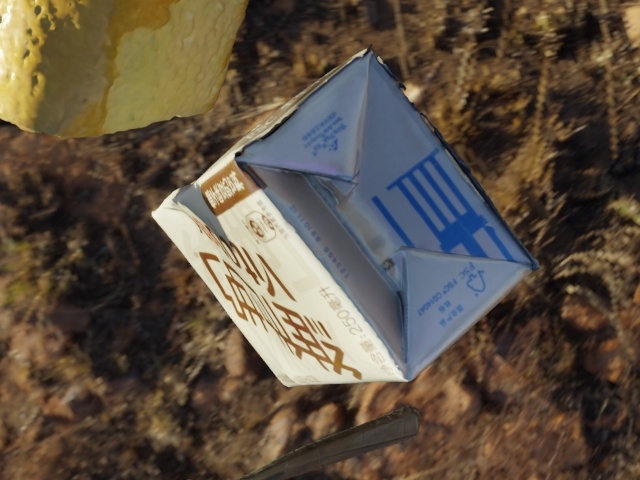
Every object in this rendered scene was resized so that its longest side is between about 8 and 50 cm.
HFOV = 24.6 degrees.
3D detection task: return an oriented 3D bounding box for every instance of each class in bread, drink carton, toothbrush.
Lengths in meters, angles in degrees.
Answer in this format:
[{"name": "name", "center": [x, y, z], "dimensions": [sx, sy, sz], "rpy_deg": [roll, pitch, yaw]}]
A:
[{"name": "bread", "center": [-0.154, -0.273, 1.201], "dimensions": [0.165, 0.236, 0.375], "rpy_deg": [39, 126, 31]}, {"name": "drink carton", "center": [0.000, 0.000, 1.092], "dimensions": [0.132, 0.324, 0.194], "rpy_deg": [-38, 95, -16]}, {"name": "toothbrush", "center": [-0.014, 0.189, 1.274], "dimensions": [0.030, 0.297, 0.030], "rpy_deg": [21, 113, 42]}]
